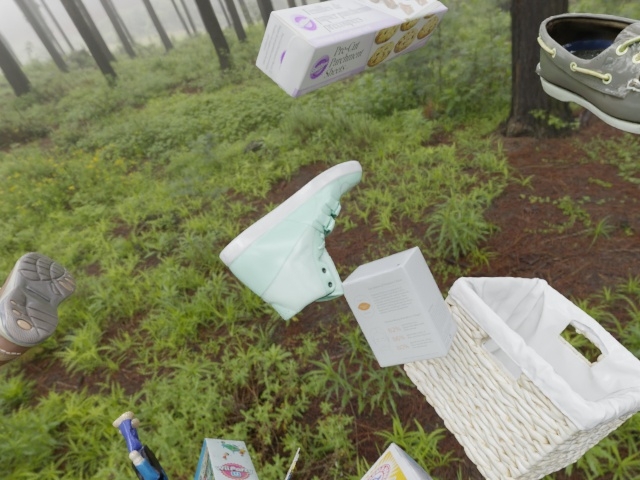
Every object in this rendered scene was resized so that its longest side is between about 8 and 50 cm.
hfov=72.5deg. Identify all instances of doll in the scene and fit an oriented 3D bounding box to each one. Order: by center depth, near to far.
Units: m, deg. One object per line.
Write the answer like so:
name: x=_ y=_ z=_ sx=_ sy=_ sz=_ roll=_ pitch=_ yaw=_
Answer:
doll: x=-0.319 y=0.404 z=0.795 sx=0.046 sy=0.129 sz=0.189 roll=-32 pitch=55 yaw=-26

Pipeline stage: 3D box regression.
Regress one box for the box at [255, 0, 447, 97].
box: x=0.056 y=-0.260 z=0.546 sx=0.063 sy=0.067 sz=0.324 roll=43 pitch=47 yaw=10

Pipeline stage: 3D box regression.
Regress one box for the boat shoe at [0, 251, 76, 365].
boat shoe: x=-0.570 y=0.121 z=0.836 sx=0.116 sy=0.123 sz=0.324 roll=-44 pitch=25 yaw=0

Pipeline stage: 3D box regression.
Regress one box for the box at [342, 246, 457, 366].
box: x=0.139 y=0.118 z=0.765 sx=0.130 sy=0.170 sz=0.091 roll=-21 pitch=9 yaw=34

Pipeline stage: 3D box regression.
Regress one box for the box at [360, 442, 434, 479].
box: x=0.032 y=0.266 z=0.301 sx=0.103 sy=0.114 sz=0.203 roll=44 pitch=82 yaw=6

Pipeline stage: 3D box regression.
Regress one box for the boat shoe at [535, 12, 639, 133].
boat shoe: x=0.358 y=-0.205 z=0.507 sx=0.109 sy=0.091 sz=0.305 roll=-30 pitch=31 yaw=6

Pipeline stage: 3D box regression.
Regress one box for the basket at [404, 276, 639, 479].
basket: x=0.409 y=0.270 z=0.881 sx=0.332 sy=0.266 sz=0.328 roll=6 pitch=33 yaw=-36

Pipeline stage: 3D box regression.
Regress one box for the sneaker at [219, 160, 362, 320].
sneaker: x=0.000 y=0.000 z=0.627 sx=0.256 sy=0.151 sz=0.094 roll=-42 pitch=3 yaw=-26

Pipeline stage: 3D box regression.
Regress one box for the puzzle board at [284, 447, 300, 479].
puzzle board: x=-0.085 y=0.622 z=1.149 sx=0.011 sy=0.128 sz=0.096 roll=23 pitch=32 yaw=9

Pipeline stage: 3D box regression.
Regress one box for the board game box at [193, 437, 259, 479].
board game box: x=-0.184 y=0.556 z=0.825 sx=0.303 sy=0.098 sz=0.223 roll=-173 pitch=97 yaw=-69
